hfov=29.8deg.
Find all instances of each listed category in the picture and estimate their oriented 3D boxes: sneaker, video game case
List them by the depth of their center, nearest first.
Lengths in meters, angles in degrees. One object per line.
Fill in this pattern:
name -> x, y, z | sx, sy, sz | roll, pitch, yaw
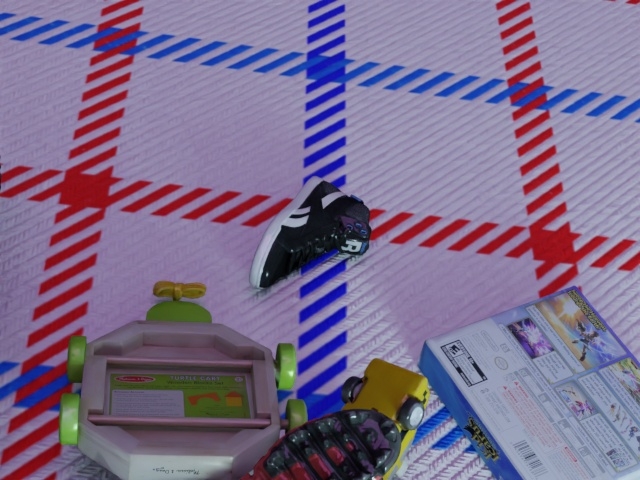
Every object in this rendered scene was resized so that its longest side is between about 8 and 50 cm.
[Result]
sneaker -> -0.029, 0.272, 1.261 | 0.276, 0.135, 0.098 | -36, 66, 3
video game case -> 0.294, 0.202, 1.497 | 0.244, 0.061, 0.269 | -18, 54, -24
sneaker -> 0.000, 0.000, 1.607 | 0.121, 0.079, 0.217 | 23, 46, 12

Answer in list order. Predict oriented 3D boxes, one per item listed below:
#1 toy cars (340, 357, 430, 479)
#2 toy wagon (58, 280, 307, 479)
toy cars -> 0.070, 0.317, 1.320 | 0.176, 0.087, 0.394 | -21, 48, 16
toy wagon -> -0.160, 0.158, 1.400 | 0.267, 0.068, 0.344 | 3, 27, -9
